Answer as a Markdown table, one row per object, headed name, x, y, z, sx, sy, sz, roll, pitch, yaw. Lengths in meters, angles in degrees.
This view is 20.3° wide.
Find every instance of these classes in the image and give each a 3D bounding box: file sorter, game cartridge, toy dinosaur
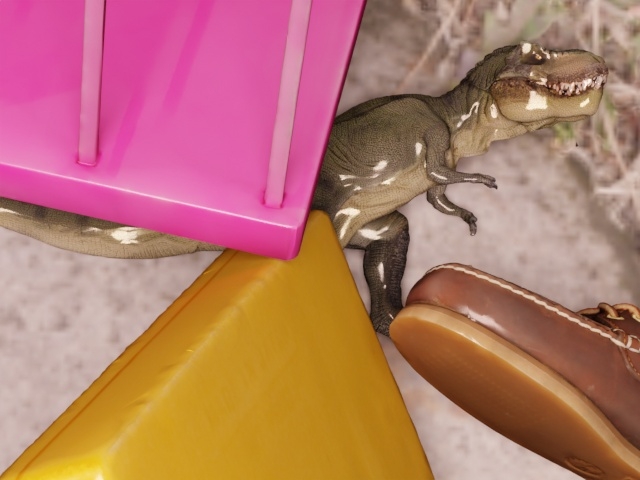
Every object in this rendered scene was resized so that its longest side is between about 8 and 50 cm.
| name | x | y | z | sx | sy | sz | roll | pitch | yaw |
| --- | --- | --- | --- | --- | --- | --- | --- | --- | --- |
| file sorter | -0.121 | -0.155 | 0.632 | 0.291 | 0.182 | 0.202 | 13 | 48 | 3 |
| game cartridge | 0.007 | 0.176 | 0.607 | 0.053 | 0.285 | 0.323 | -19 | 100 | 18 |
| toy dinosaur | 0.000 | 0.000 | 0.762 | 0.268 | 0.064 | 0.118 | -16 | 83 | 1 |

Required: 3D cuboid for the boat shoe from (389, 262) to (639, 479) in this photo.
| name | x | y | z | sx | sy | sz | roll | pitch | yaw |
| --- | --- | --- | --- | --- | --- | --- | --- | --- | --- |
| boat shoe | 0.122 | 0.064 | 0.743 | 0.207 | 0.073 | 0.073 | 35 | 69 | -20 |
